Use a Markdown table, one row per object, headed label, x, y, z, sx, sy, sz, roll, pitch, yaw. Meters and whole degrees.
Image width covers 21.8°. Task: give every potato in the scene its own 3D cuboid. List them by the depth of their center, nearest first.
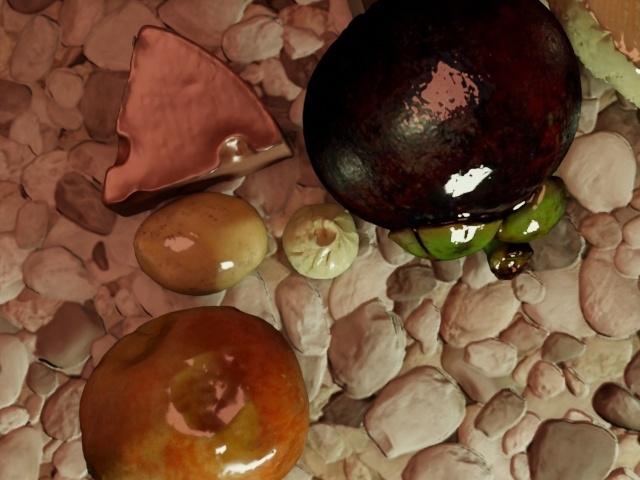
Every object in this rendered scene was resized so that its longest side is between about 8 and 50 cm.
| label | x | y | z | sx | sy | sz | roll | pitch | yaw |
| --- | --- | --- | --- | --- | --- | --- | --- | --- | --- |
| potato | -0.129 | 0.005 | 1.778 | 0.147 | 0.112 | 0.112 | -12 | 82 | -13 |

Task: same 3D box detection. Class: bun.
| label | x | y | z | sx | sy | sz | roll | pitch | yaw |
| --- | --- | --- | --- | --- | --- | --- | --- | --- | --- |
| bun | 0.353 | -0.251 | 1.725 | 0.259 | 0.152 | 0.259 | 3 | 76 | -10 |
| bun | 0.000 | 0.000 | 1.788 | 0.086 | 0.055 | 0.086 | 0 | 84 | 5 |

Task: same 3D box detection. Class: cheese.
| label | x | y | z | sx | sy | sz | roll | pitch | yaw |
| --- | --- | --- | --- | --- | --- | --- | --- | --- | --- |
| cheese | -0.121 | -0.114 | 1.776 | 0.177 | 0.128 | 0.203 | 10 | 84 | 7 |

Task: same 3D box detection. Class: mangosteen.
| label | x | y | z | sx | sy | sz | roll | pitch | yaw |
| --- | --- | --- | --- | --- | --- | --- | --- | --- | --- |
| mangosteen | 0.134 | -0.122 | 1.667 | 0.300 | 0.300 | 0.300 | -1 | 84 | 5 |

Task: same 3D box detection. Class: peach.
| label | x | y | z | sx | sy | sz | roll | pitch | yaw |
| --- | --- | --- | --- | --- | --- | --- | --- | --- | --- |
| peach | -0.136 | 0.179 | 1.703 | 0.235 | 0.214 | 0.214 | -20 | 82 | -19 |

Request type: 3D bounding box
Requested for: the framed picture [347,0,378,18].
| label | x | y | z | sx | sy | sz | roll | pitch | yaw |
| --- | --- | --- | --- | --- | --- | --- | --- | --- | --- |
| framed picture | 0.147 | -0.358 | 1.759 | 0.296 | 0.232 | 0.019 | -18 | 40 | 3 |
